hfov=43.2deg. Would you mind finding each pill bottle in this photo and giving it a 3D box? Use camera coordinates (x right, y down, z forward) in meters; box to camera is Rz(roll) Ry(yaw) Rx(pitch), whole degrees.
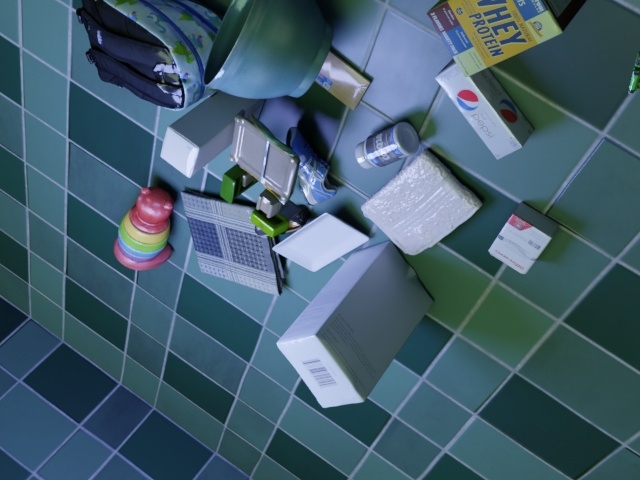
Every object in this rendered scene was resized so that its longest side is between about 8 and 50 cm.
[{"bbox_3d":[0.148,-0.210,1.822,0.137,0.078,0.078,-19,113,46],"label":"pill bottle"}]

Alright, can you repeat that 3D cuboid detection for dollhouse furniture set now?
[{"bbox_3d":[-0.111,-0.186,1.972,0.198,0.151,0.301,38,143,16],"label":"dollhouse furniture set"}]

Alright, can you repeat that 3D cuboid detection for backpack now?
[{"bbox_3d":[-0.380,-0.456,1.905,0.355,0.274,0.290,43,146,42],"label":"backpack"}]

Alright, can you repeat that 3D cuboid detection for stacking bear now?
[{"bbox_3d":[-0.522,-0.052,2.453,0.175,0.164,0.289,37,136,5],"label":"stacking bear"}]

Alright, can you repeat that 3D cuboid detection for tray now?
[{"bbox_3d":[0.000,0.000,2.147,0.145,0.030,0.270,31,145,-21],"label":"tray"}]

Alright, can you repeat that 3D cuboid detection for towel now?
[{"bbox_3d":[0.229,-0.080,1.902,0.187,0.049,0.282,43,140,-3],"label":"towel"},{"bbox_3d":[-0.251,0.004,2.372,0.324,0.056,0.312,16,131,31],"label":"towel"}]

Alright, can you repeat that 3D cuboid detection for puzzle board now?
[{"bbox_3d":[0.045,-0.363,1.818,0.128,0.011,0.096,39,142,4],"label":"puzzle board"}]

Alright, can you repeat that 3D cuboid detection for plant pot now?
[{"bbox_3d":[-0.096,-0.418,1.701,0.196,0.292,0.293,23,145,-20],"label":"plant pot"}]

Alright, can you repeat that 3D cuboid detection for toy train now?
[{"bbox_3d":[0.566,-0.298,1.448,0.017,0.023,0.083,21,136,23],"label":"toy train"}]

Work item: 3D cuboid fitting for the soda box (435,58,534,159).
[{"bbox_3d":[0.330,-0.273,1.621,0.216,0.074,0.069,51,140,-11],"label":"soda box"}]

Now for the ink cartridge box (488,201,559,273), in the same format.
[{"bbox_3d":[0.448,-0.005,1.787,0.099,0.056,0.135,34,140,10],"label":"ink cartridge box"}]

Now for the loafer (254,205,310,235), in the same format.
[{"bbox_3d":[-0.110,-0.042,2.164,0.170,0.061,0.062,-20,122,31],"label":"loafer"}]

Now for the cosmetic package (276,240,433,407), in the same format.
[{"bbox_3d":[0.095,0.200,2.003,0.156,0.385,0.217,-20,110,46],"label":"cosmetic package"}]

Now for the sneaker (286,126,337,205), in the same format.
[{"bbox_3d":[-0.024,-0.189,1.996,0.081,0.080,0.211,-13,120,20],"label":"sneaker"}]

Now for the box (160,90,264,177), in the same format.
[{"bbox_3d":[-0.252,-0.274,1.927,0.094,0.275,0.113,37,137,8],"label":"box"}]

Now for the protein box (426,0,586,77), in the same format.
[{"bbox_3d":[0.331,-0.414,1.390,0.200,0.201,0.136,-18,113,46],"label":"protein box"}]
